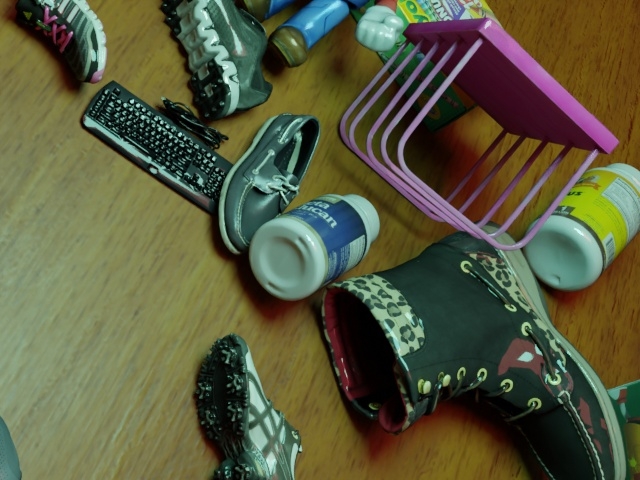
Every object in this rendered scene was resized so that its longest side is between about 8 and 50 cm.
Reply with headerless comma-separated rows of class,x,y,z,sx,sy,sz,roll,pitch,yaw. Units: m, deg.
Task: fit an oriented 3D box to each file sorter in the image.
file sorter,0.162,-0.124,1.258,0.202,0.291,0.182,39,90,-16

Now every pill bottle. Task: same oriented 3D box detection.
pill bottle,0.383,-0.027,1.507,0.215,0.117,0.117,-38,95,-40
pill bottle,0.000,0.000,1.223,0.094,0.094,0.169,60,34,1

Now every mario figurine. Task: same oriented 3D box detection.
mario figurine,0.052,-0.358,1.302,0.320,0.170,0.198,-37,128,-5

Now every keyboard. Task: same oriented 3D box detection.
keyboard,-0.166,-0.118,1.204,0.192,0.038,0.100,35,54,-20

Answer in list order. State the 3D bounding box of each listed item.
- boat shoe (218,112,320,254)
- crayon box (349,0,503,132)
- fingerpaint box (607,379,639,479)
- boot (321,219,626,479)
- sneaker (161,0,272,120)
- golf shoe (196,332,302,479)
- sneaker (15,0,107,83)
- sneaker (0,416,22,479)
boat shoe,-0.056,-0.072,1.235,0.075,0.065,0.206,52,45,-35
crayon box,0.148,-0.308,1.483,0.165,0.081,0.278,-36,93,-40
fingerpaint box,0.608,0.385,1.460,0.445,0.163,0.371,8,65,-33
boot,0.181,0.169,1.262,0.284,0.138,0.377,-14,75,-40
sneaker,-0.119,-0.255,1.276,0.106,0.078,0.234,-9,78,-43
golf shoe,-0.071,0.195,1.122,0.094,0.077,0.198,2,76,-47
sneaker,-0.290,-0.241,1.154,0.075,0.063,0.170,-16,75,-39
sneaker,-0.331,0.132,0.937,0.083,0.098,0.223,-34,92,-40
